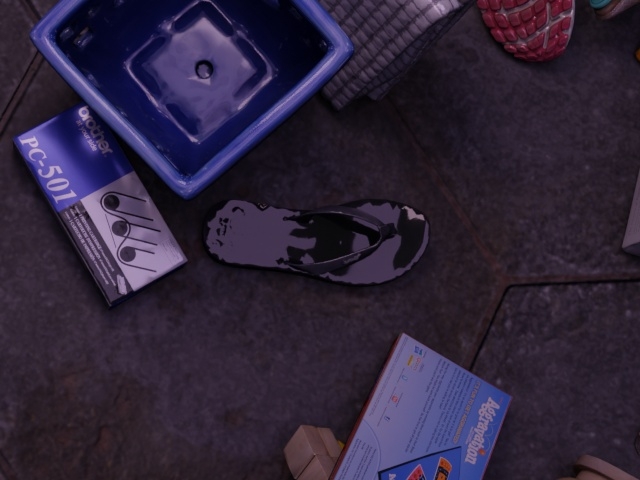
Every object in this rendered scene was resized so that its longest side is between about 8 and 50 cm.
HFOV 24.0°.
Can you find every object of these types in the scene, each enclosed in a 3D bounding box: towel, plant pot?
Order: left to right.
[{"bbox_3d":[-0.129,-0.188,1.558,0.236,0.212,0.236,-43,90,-4],"label":"plant pot"},{"bbox_3d":[0.036,-0.284,1.586,0.121,0.283,0.235,-41,90,-25],"label":"towel"}]

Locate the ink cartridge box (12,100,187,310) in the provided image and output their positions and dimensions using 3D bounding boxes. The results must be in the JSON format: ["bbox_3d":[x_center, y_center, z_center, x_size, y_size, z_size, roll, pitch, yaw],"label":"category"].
[{"bbox_3d":[-0.237,-0.039,1.610,0.097,0.046,0.207,-31,87,-15],"label":"ink cartridge box"}]

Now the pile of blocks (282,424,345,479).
[{"bbox_3d":[0.102,0.336,1.591,0.362,0.149,0.113,39,119,7],"label":"pile of blocks"}]

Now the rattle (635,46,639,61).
[{"bbox_3d":[0.474,-0.285,1.790,0.130,0.142,0.200,34,56,-35],"label":"rattle"}]

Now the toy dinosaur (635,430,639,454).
[{"bbox_3d":[0.520,0.197,1.672,0.295,0.127,0.200,-31,80,-19],"label":"toy dinosaur"}]

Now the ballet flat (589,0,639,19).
[{"bbox_3d":[0.408,-0.373,1.715,0.106,0.107,0.316,27,77,-18],"label":"ballet flat"}]

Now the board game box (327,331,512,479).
[{"bbox_3d":[0.097,0.228,1.558,0.145,0.027,0.281,30,45,0],"label":"board game box"}]

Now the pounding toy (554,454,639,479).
[{"bbox_3d":[0.307,0.336,1.602,0.269,0.154,0.155,44,75,-20],"label":"pounding toy"}]

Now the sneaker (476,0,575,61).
[{"bbox_3d":[0.237,-0.354,1.721,0.112,0.120,0.299,-17,95,-55],"label":"sneaker"}]

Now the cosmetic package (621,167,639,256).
[{"bbox_3d":[0.455,-0.092,1.652,0.138,0.224,0.224,17,78,-10],"label":"cosmetic package"}]

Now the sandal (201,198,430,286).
[{"bbox_3d":[-0.001,0.001,1.640,0.254,0.054,0.097,-1,81,-10],"label":"sandal"}]
